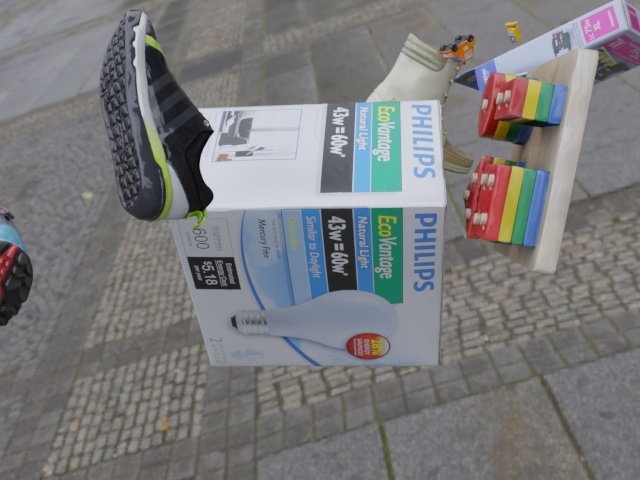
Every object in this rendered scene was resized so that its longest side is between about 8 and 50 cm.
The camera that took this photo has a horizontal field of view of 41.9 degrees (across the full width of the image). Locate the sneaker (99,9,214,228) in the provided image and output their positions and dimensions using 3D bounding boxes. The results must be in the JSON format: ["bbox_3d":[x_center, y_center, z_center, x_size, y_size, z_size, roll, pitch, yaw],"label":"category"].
[{"bbox_3d":[-0.160,-0.119,0.846,0.097,0.235,0.084,2,-20,-35],"label":"sneaker"}]

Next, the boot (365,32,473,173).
[{"bbox_3d":[0.189,-0.215,1.339,0.165,0.213,0.077,-57,16,15],"label":"boot"}]

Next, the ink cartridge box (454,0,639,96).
[{"bbox_3d":[0.397,-0.291,1.399,0.311,0.065,0.186,-18,-14,39],"label":"ink cartridge box"}]

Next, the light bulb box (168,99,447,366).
[{"bbox_3d":[0.000,0.000,1.235,0.361,0.358,0.225,-1,47,6],"label":"light bulb box"}]

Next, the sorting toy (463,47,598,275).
[{"bbox_3d":[0.247,-0.104,1.063,0.089,0.257,0.255,9,6,0],"label":"sorting toy"}]

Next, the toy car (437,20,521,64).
[{"bbox_3d":[0.234,-0.283,1.229,0.122,0.040,0.060,2,35,49],"label":"toy car"}]

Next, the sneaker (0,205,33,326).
[{"bbox_3d":[-0.366,0.067,0.751,0.262,0.104,0.125,-36,41,3],"label":"sneaker"}]
